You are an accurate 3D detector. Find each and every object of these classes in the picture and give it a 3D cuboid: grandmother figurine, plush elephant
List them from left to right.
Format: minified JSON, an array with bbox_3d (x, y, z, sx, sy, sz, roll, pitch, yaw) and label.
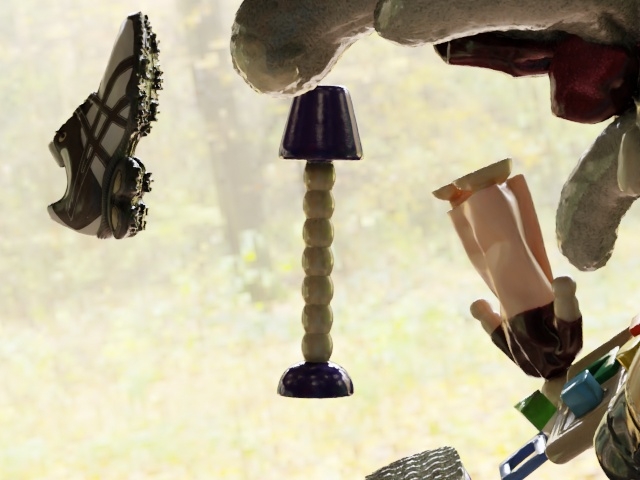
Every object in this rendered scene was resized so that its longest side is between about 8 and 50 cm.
[{"bbox_3d":[0.243,0.079,2.092,0.104,0.342,0.208,-22,-2,-15],"label":"grandmother figurine"},{"bbox_3d":[0.174,-0.106,1.038,0.330,0.255,0.272,-33,-8,33],"label":"plush elephant"}]

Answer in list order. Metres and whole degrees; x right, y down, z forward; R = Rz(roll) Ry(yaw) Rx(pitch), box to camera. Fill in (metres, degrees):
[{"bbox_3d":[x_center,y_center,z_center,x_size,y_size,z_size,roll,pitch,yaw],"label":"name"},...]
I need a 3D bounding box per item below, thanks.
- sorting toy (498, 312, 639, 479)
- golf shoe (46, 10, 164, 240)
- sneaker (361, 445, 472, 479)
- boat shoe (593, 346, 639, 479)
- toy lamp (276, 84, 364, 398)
[{"bbox_3d":[0.310,0.130,1.905,0.348,0.047,0.196,-38,10,25],"label":"sorting toy"},{"bbox_3d":[-0.187,-0.100,1.557,0.094,0.198,0.077,6,-7,10],"label":"golf shoe"},{"bbox_3d":[0.097,0.283,1.431,0.102,0.146,0.293,-21,24,6],"label":"sneaker"},{"bbox_3d":[0.411,0.229,1.304,0.156,0.500,0.187,-52,5,36],"label":"boat shoe"},{"bbox_3d":[0.000,0.000,1.623,0.080,0.274,0.080,0,4,0],"label":"toy lamp"}]
